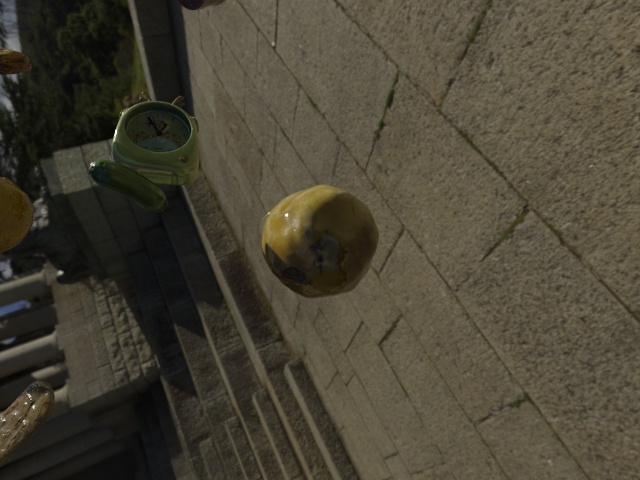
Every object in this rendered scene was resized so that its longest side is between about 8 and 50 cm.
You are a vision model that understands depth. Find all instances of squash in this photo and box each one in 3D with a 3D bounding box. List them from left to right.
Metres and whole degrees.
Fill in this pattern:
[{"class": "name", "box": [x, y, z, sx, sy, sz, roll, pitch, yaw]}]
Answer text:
[{"class": "squash", "box": [-0.484, -0.138, 1.067, 0.219, 0.077, 0.068, 39, -176, -48]}]

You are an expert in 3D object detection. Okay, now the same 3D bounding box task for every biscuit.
[{"class": "biscuit", "box": [-0.915, -0.448, 1.032, 0.277, 0.261, 0.052, -70, -9, -54]}, {"class": "biscuit", "box": [-0.456, 0.276, 0.624, 0.071, 0.147, 0.018, 41, 176, 32]}]

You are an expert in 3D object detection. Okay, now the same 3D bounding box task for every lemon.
[{"class": "lemon", "box": [-0.785, -0.059, 0.951, 0.192, 0.231, 0.193, 5, 102, 28]}]

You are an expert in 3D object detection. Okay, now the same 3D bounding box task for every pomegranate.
[{"class": "pomegranate", "box": [0.000, 0.000, 1.194, 0.332, 0.332, 0.333, 50, 150, 42]}]

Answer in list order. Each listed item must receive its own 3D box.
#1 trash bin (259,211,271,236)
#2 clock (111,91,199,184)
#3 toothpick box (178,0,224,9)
[{"class": "trash bin", "box": [-0.060, -0.037, 1.529, 0.247, 0.243, 0.121, 35, -143, -56]}, {"class": "clock", "box": [-0.484, -0.317, 1.249, 0.096, 0.234, 0.308, 123, 146, -59]}, {"class": "toothpick box", "box": [-0.337, -0.719, 1.181, 0.149, 0.098, 0.099, -66, -23, -53]}]
